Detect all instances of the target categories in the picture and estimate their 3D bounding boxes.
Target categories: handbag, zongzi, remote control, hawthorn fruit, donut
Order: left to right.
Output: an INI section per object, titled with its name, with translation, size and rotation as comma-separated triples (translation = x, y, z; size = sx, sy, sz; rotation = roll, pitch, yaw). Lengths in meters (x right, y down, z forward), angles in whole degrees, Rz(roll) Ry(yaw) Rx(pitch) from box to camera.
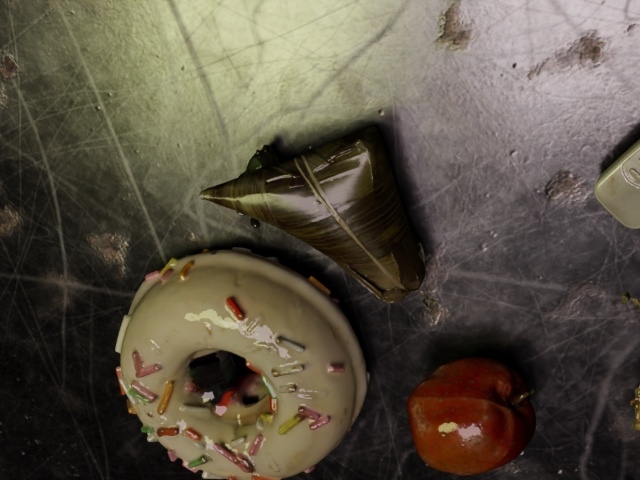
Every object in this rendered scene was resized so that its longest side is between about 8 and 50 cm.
[donut]
translation = -0.124, 0.192, 1.583
size = 0.383, 0.142, 0.382
rotation = 9, 120, 15
[handbag]
translation = -0.078, -0.078, 1.466
size = 0.072, 0.047, 0.111
rotation = 38, 132, 36
[zongzi]
translation = 0.000, 0.000, 1.432
size = 0.241, 0.111, 0.247
rotation = -18, 113, 11
[hawthorn fruit]
translation = 0.216, 0.229, 1.475
size = 0.194, 0.157, 0.157
rotation = -28, 107, 42
[remote control]
translation = 0.421, -0.105, 1.277
size = 0.090, 0.049, 0.230
rotation = 44, 127, -4

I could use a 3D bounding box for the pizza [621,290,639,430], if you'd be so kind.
[pizza]
translation = 0.487, 0.096, 1.369
size = 0.280, 0.075, 0.287
rotation = -16, 110, 21
